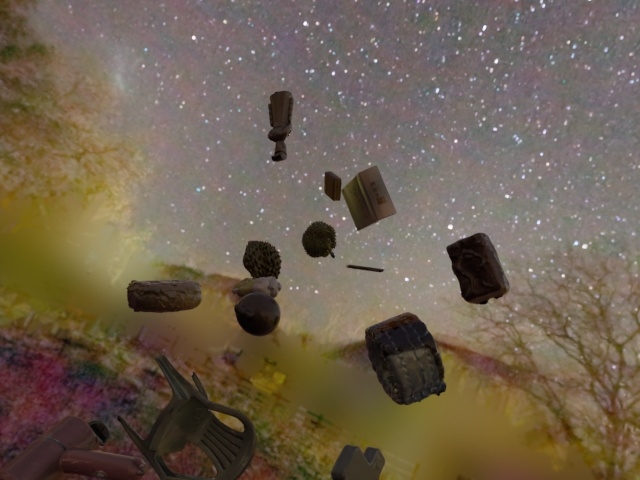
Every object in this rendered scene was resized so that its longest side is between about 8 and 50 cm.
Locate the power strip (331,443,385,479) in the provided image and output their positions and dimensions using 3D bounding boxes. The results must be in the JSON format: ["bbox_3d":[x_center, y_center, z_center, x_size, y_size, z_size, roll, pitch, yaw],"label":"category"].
[{"bbox_3d":[0.144,0.766,1.522,0.059,0.194,0.265,-11,-65,40],"label":"power strip"}]

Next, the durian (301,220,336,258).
[{"bbox_3d":[-0.014,-0.002,2.098,0.159,0.198,0.146,-17,-60,25],"label":"durian"}]

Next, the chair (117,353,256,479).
[{"bbox_3d":[-0.306,0.436,1.114,0.274,0.204,0.190,31,-4,41],"label":"chair"}]

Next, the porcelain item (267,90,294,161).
[{"bbox_3d":[-0.115,-0.329,1.375,0.084,0.214,0.054,-11,-18,31],"label":"porcelain item"}]

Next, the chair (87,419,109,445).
[{"bbox_3d":[-0.831,0.720,1.599,0.104,0.221,0.095,52,-24,-8],"label":"chair"}]

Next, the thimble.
[{"bbox_3d":[0.225,0.321,1.265,0.237,0.150,0.238,161,-90,-79],"label":"thimble"}]

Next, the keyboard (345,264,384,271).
[{"bbox_3d":[0.197,0.125,2.092,0.165,0.017,0.055,8,-5,-11],"label":"keyboard"}]

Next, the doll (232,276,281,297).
[{"bbox_3d":[-0.176,0.131,1.303,0.106,0.062,0.162,-7,0,-40],"label":"doll"}]

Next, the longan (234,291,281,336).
[{"bbox_3d":[-0.143,0.164,1.054,0.106,0.106,0.119,13,-7,36],"label":"longan"}]

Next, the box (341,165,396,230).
[{"bbox_3d":[0.143,-0.123,1.448,0.155,0.067,0.243,66,-11,1],"label":"box"}]

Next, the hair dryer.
[{"bbox_3d":[-0.565,0.536,1.104,0.352,0.126,0.210,-5,17,23],"label":"hair dryer"}]

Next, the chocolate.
[{"bbox_3d":[0.498,0.094,1.503,0.148,0.214,0.093,-29,-23,33],"label":"chocolate"}]

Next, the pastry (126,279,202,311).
[{"bbox_3d":[-0.663,0.236,1.987,0.329,0.137,0.329,1,-2,0],"label":"pastry"}]

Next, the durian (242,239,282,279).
[{"bbox_3d":[-0.207,0.076,1.628,0.118,0.187,0.108,-17,-7,24],"label":"durian"}]

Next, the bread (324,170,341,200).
[{"bbox_3d":[0.045,-0.205,1.767,0.035,0.090,0.094,-8,28,-21],"label":"bread"}]
